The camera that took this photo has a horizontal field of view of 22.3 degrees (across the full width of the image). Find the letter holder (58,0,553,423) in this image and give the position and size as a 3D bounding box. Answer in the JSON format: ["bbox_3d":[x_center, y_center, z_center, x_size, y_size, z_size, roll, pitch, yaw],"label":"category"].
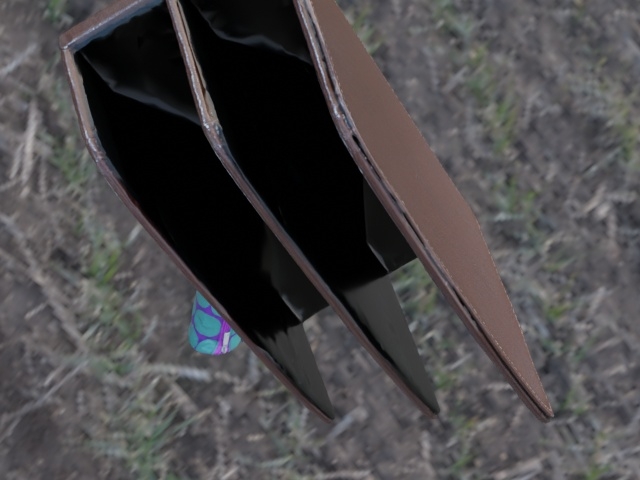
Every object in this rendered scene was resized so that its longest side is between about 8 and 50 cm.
[{"bbox_3d":[0.000,0.000,0.966,0.302,0.152,0.214,52,13,-44],"label":"letter holder"}]

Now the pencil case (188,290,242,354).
[{"bbox_3d":[-0.107,0.062,1.808,0.064,0.151,0.070,-10,51,-23],"label":"pencil case"}]
